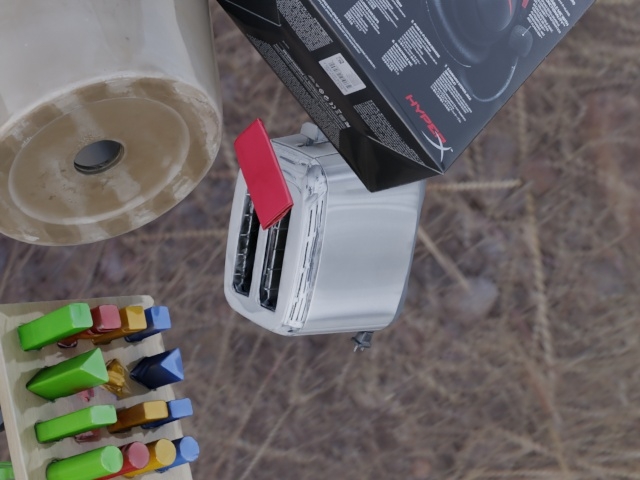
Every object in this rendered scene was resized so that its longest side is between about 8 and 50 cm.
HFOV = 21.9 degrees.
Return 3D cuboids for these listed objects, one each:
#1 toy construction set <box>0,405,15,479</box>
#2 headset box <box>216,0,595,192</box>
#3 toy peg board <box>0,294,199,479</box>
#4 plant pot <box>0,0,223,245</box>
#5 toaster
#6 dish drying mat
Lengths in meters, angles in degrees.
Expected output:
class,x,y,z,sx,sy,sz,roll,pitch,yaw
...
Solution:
class,x,y,z,sx,sy,sz,roll,pitch,yaw
toy construction set,-0.329,0.300,1.539,0.257,0.237,0.309,25,95,-8
headset box,0.089,-0.217,1.339,0.218,0.110,0.293,50,62,-16
toy peg board,-0.152,0.115,1.244,0.160,0.079,0.161,-2,76,-48
plant pot,-0.206,-0.162,1.253,0.323,0.323,0.280,-7,53,-28
toaster,0.000,0.000,1.542,0.146,0.129,0.227,-5,112,-40
dish drying mat,-0.041,-0.047,1.178,0.008,0.032,0.083,23,36,-45
